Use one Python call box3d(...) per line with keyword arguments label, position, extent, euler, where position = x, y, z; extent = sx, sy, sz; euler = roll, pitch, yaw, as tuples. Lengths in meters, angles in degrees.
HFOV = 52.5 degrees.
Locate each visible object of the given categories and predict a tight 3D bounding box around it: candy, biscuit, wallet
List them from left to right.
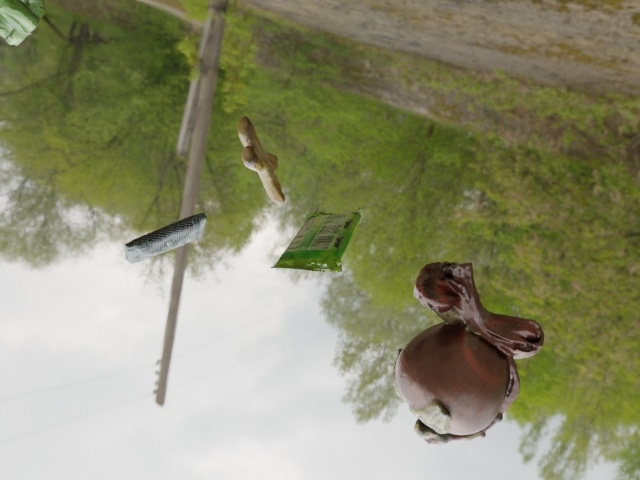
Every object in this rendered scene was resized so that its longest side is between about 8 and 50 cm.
box3d(label="wallet", position=(-0.238, 0.000, 1.002), extent=(0.129, 0.026, 0.088), euler=(-23, 169, -22))
box3d(label="biscuit", position=(-0.155, -0.206, 1.688), extent=(0.047, 0.164, 0.208), euler=(-17, 148, 12))
box3d(label="candy", position=(0.000, 0.001, 0.966), extent=(0.102, 0.032, 0.178), euler=(-6, -156, 18))

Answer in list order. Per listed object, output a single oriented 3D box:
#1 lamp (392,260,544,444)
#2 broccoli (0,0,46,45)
box3d(label="lamp", position=(0.178, 0.162, 0.890), extent=(0.215, 0.223, 0.151), euler=(36, 168, -10))
box3d(label="broccoli", position=(-0.531, -0.426, 0.995), extent=(0.269, 0.261, 0.241), euler=(-14, 133, 38))
